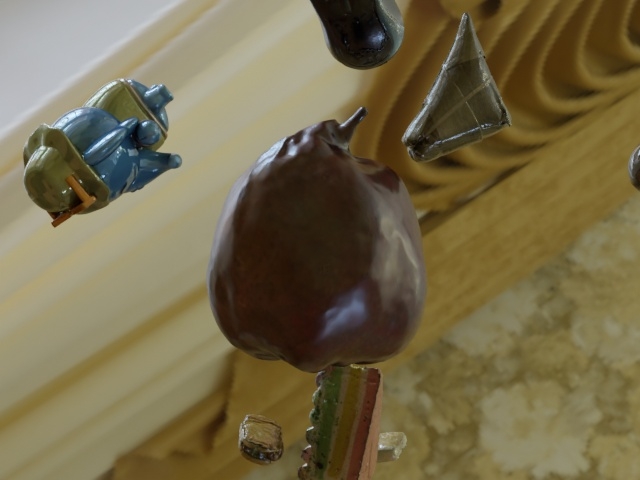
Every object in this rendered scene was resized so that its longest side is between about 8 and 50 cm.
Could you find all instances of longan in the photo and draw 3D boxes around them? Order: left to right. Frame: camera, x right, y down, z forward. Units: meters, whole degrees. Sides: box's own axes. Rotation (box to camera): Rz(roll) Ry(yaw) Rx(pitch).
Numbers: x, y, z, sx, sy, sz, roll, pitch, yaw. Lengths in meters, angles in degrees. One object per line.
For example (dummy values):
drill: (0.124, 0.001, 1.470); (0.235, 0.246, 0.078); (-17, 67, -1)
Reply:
longan: (0.524, -0.106, 2.005); (0.092, 0.113, 0.113); (-11, -64, 32)

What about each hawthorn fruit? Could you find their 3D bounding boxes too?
hawthorn fruit: (-0.005, 0.022, 1.748); (0.308, 0.308, 0.324); (36, -29, 52)

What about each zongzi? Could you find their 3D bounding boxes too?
zongzi: (0.171, -0.211, 1.828); (0.176, 0.160, 0.078); (68, -12, -10)

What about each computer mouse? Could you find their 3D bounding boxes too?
computer mouse: (0.049, -0.396, 2.152); (0.096, 0.137, 0.233); (-44, 110, -77)

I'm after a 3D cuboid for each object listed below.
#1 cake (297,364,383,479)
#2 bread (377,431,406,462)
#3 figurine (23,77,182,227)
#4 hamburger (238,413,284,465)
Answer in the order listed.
cake: (0.042, 0.298, 2.087); (0.109, 0.090, 0.225); (14, -80, 25)
bread: (0.107, 0.352, 2.200); (0.083, 0.070, 0.035); (-43, 124, -72)
figurine: (-0.285, -0.131, 1.741); (0.180, 0.262, 0.153); (22, -35, 42)
hamburger: (-0.093, 0.313, 2.026); (0.083, 0.076, 0.044); (-83, -168, -59)
